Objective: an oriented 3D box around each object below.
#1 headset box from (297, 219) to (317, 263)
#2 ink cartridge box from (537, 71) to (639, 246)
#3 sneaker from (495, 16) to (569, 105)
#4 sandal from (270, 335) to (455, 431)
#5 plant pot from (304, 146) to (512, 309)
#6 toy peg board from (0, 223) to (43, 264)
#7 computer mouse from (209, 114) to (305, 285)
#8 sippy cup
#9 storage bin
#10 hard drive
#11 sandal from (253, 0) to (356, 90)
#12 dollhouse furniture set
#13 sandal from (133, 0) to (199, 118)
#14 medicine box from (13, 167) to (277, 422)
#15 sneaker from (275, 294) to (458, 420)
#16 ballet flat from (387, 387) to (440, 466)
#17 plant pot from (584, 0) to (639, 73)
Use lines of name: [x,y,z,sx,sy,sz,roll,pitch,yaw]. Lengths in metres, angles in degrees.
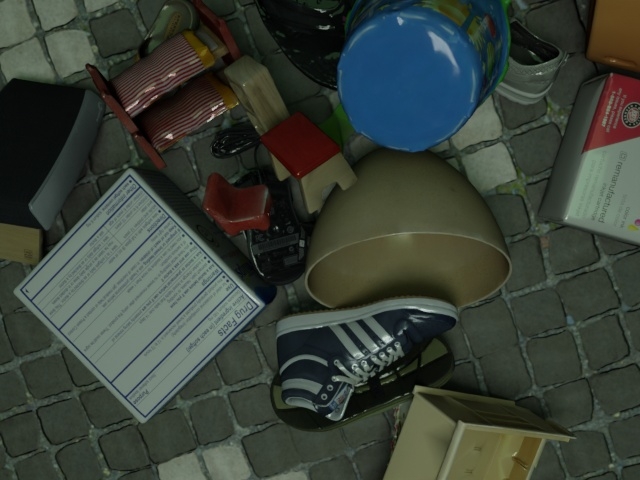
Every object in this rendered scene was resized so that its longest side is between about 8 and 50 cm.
headset box: [0.000,0.000,0.932,0.032,0.083,0.062,11,103,32]
ink cartridge box: [0.518,-0.095,0.878,0.306,0.131,0.226,15,95,4]
sneaker: [0.234,-0.309,0.875,0.281,0.115,0.105,22,73,-3]
sandal: [0.068,0.235,0.947,0.302,0.086,0.120,-14,61,6]
plant pot: [0.116,-0.025,0.863,0.284,0.284,0.191,-4,62,4]
toy peg board: [-0.525,-0.060,0.985,0.161,0.079,0.161,12,111,3]
computer mouse: [-0.057,-0.070,0.959,0.184,0.060,0.262,-21,97,-14]
sippy cup: [0.123,-0.228,0.757,0.240,0.224,0.306,16,123,8]
storage bin: [0.224,0.377,0.888,0.260,0.123,0.262,16,95,-29]
hard drive: [-0.450,-0.143,0.907,0.172,0.054,0.255,10,59,1]
sandal: [-0.046,-0.402,0.900,0.167,0.107,0.446,-42,91,6]
dollhouse furniture set: [-0.147,-0.162,0.793,0.201,0.152,0.374,-36,48,-6]
sandal: [-0.257,-0.287,0.947,0.090,0.060,0.219,25,96,2]
medicine box: [-0.264,0.079,0.932,0.263,0.149,0.289,-44,91,6]
sneaker: [0.067,0.175,0.869,0.282,0.099,0.153,-10,56,15]
ballet flat: [0.157,0.320,0.960,0.091,0.077,0.241,3,94,5]
plant pot: [0.481,-0.348,0.800,0.203,0.291,0.291,8,95,19]
